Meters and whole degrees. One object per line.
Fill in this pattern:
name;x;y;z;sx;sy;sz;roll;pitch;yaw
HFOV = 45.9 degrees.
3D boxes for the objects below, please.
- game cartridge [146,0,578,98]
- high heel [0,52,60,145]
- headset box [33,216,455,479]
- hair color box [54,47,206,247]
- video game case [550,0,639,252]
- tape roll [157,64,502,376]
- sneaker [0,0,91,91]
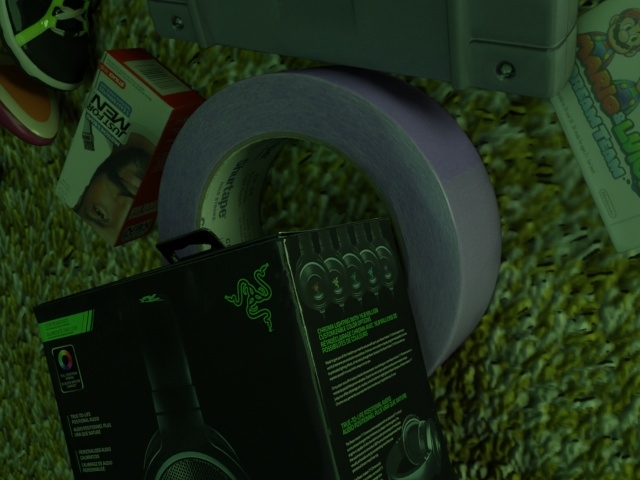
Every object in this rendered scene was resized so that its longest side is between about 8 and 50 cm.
game cartridge;-0.007;-0.227;0.503;0.355;0.068;0.230;17;141;31
high heel;-0.362;-0.154;0.790;0.244;0.082;0.117;46;116;16
headset box;-0.053;0.131;0.535;0.246;0.131;0.282;-14;88;35
hair color box;-0.185;-0.087;0.723;0.093;0.053;0.167;40;123;15
video game case;0.221;-0.085;0.471;0.143;0.019;0.157;-25;86;45
tape roll;0.000;0.000;0.613;0.275;0.090;0.274;9;109;29
sneaker;-0.241;-0.254;0.687;0.097;0.084;0.234;4;107;30
